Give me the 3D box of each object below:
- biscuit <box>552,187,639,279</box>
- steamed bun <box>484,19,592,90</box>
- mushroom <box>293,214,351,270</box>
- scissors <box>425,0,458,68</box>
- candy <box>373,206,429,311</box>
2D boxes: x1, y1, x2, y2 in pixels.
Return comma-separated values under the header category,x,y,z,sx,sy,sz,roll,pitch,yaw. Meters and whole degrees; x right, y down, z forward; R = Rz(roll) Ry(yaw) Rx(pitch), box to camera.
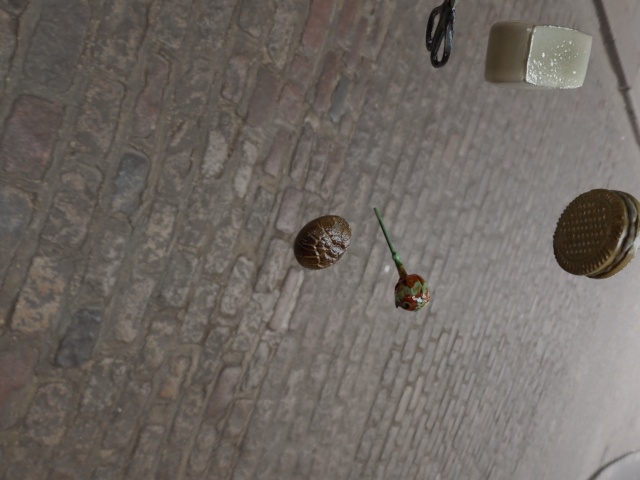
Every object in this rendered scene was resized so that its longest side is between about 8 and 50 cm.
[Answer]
category,x,y,z,sx,sy,sz,roll,pitch,yaw
biscuit,0.715,-0.018,1.506,0.079,0.259,0.259,16,92,-17
steamed bun,0.474,-0.414,1.308,0.242,0.164,0.146,-7,109,-34
mushroom,0.006,0.005,1.154,0.109,0.085,0.126,-22,143,-52
scissors,0.234,-0.425,1.008,0.300,0.022,0.109,105,-23,-65
candy,0.178,0.041,1.401,0.084,0.287,0.078,-15,154,-13
